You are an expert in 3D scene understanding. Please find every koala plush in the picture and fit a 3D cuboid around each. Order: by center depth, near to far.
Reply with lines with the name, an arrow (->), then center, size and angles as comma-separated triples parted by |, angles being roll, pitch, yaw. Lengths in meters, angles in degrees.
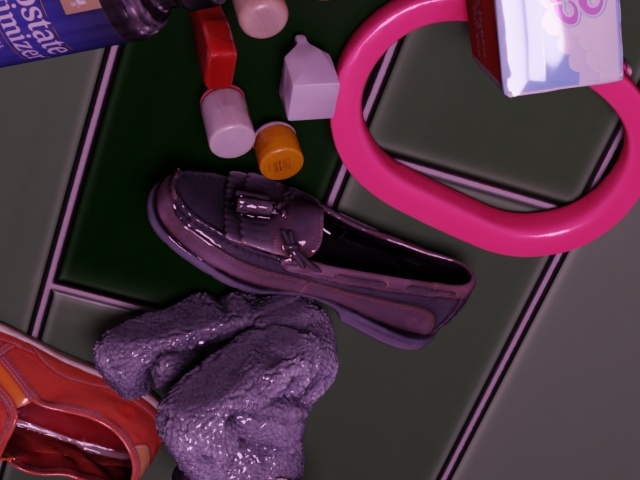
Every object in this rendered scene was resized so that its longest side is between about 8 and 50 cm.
koala plush -> -0.070, 0.175, 1.184 | 0.203, 0.196, 0.221 | -24, 124, -24

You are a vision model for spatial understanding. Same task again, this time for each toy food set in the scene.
toy food set -> -0.049, -0.164, 1.047 | 0.111, 0.105, 0.232 | -6, 141, -14

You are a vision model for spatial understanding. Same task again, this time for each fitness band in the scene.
fitness band -> 0.147, -0.099, 1.103 | 0.290, 0.054, 0.209 | 25, 120, -15

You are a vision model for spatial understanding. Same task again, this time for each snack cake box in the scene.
snack cake box -> 0.148, -0.249, 0.914 | 0.089, 0.152, 0.264 | -8, 108, -1

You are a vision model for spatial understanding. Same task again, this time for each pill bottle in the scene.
pill bottle -> -0.186, -0.203, 0.966 | 0.219, 0.123, 0.123 | -9, 122, 14

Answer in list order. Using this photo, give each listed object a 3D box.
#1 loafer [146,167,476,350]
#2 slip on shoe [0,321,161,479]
loafer -> 0.000, 0.000, 1.116 | 0.302, 0.109, 0.095 | 25, 134, -25
slip on shoe -> -0.305, 0.152, 1.208 | 0.331, 0.101, 0.123 | 21, 120, -13
